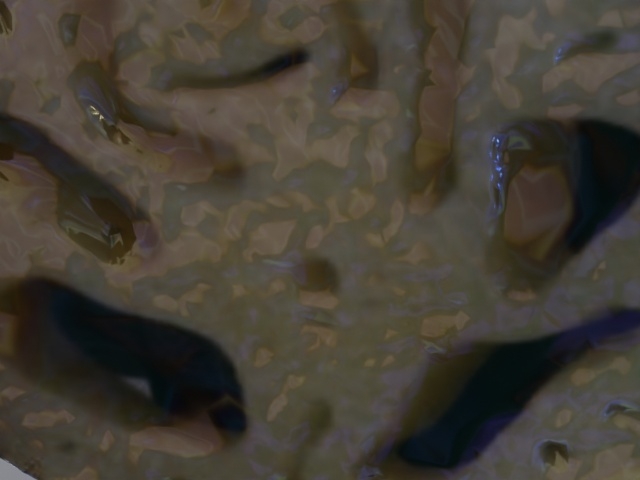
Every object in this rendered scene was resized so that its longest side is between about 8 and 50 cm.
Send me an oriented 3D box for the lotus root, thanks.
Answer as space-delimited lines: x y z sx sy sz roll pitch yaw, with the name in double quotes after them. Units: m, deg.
0.000 0.000 0.608 0.111 0.391 0.374 -76 170 -68 "lotus root"
